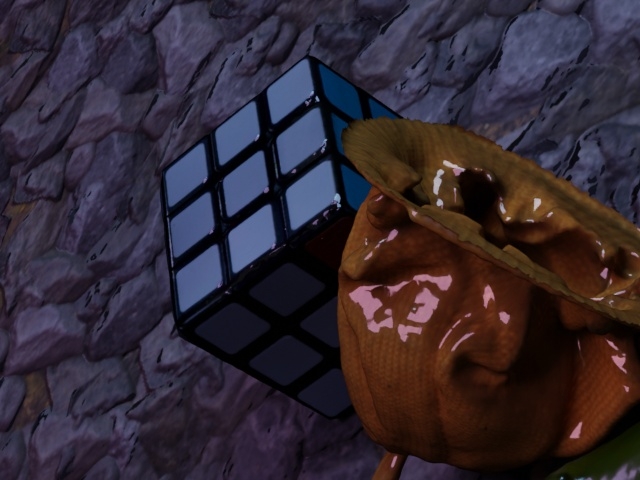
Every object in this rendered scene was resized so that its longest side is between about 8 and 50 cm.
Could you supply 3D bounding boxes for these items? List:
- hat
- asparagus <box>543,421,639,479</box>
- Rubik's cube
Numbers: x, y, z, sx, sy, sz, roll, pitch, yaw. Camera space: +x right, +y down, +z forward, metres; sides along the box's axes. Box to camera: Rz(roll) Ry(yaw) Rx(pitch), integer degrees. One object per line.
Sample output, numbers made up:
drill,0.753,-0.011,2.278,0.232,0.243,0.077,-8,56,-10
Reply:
hat,0.073,0.079,1.152,0.233,0.244,0.233,43,115,36
asparagus,0.188,0.137,1.071,0.343,0.085,0.082,-36,-4,26
Rubik's cube,0.000,0.000,1.323,0.163,0.162,0.161,-36,41,24
